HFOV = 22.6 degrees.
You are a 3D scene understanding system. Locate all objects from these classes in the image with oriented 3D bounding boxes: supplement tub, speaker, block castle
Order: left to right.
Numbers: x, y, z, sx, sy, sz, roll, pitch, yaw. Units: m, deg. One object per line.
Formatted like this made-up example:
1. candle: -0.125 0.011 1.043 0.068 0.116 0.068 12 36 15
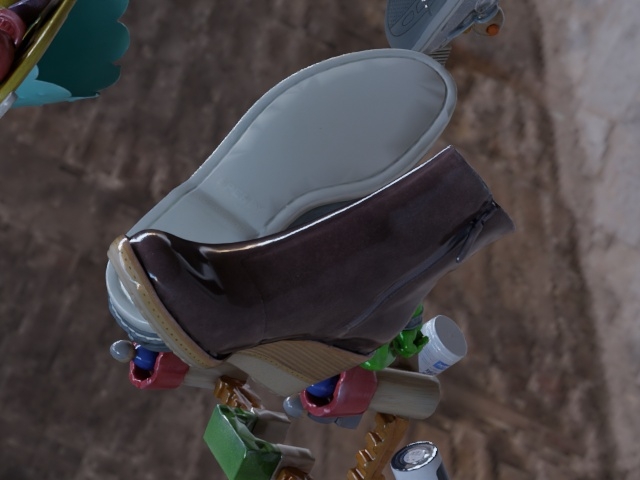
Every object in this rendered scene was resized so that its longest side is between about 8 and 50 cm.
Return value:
1. block castle: -0.075 0.160 1.969 0.303 0.213 0.453 -64 35 18
2. supplement tub: 0.145 0.160 2.249 0.107 0.071 0.071 -37 27 31
3. speaker: 0.122 0.286 1.724 0.055 0.136 0.055 -18 22 8

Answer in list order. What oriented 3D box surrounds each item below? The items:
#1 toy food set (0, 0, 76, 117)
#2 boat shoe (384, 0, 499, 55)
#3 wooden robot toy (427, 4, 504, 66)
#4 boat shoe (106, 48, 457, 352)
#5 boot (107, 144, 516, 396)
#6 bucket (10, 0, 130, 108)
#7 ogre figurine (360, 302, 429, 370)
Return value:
1. toy food set: -0.264 -0.148 1.251 0.128 0.071 0.218 -39 20 34
2. boat shoe: 0.176 -0.290 1.472 0.320 0.103 0.118 -54 33 22
3. wooden robot toy: 0.154 -0.237 1.670 0.173 0.076 0.079 -52 48 33
4. boat shoe: -0.028 -0.030 1.211 0.319 0.116 0.099 -40 -20 -20
5. boot: 0.000 0.000 1.015 0.207 0.248 0.090 -38 58 10
6. bucket: -0.349 -0.263 1.721 0.183 0.281 0.281 -10 44 24
7. ogre figurine: 0.030 0.049 1.347 0.097 0.197 0.118 38 117 58
